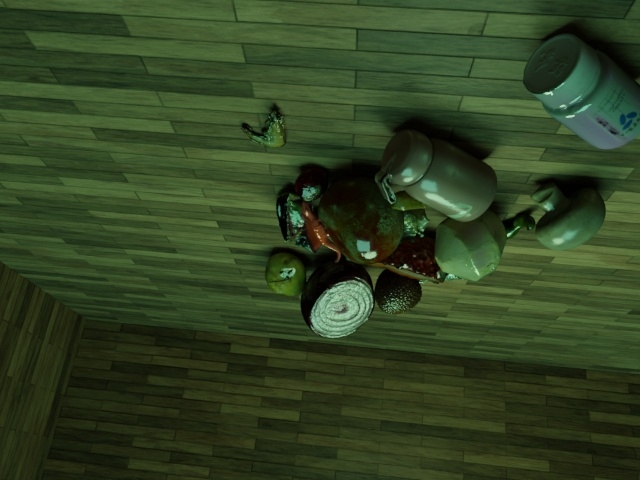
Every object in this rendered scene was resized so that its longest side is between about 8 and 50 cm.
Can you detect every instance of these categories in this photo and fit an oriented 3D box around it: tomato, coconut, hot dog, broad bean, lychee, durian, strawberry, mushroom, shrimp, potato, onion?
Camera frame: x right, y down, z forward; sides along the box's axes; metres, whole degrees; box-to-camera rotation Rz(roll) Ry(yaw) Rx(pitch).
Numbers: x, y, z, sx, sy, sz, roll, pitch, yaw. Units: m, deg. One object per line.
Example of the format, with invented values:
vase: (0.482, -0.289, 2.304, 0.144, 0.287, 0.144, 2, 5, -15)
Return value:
tomato: (0.131, -0.067, 1.679, 0.270, 0.222, 0.270, 48, 172, 9)
coconut: (0.462, 0.012, 1.775, 0.236, 0.237, 0.197, -8, 130, 30)
hot dog: (0.307, -0.118, 1.636, 0.087, 0.061, 0.285, 16, -163, 42)
broad bean: (0.619, -0.039, 1.843, 0.048, 0.071, 0.213, 30, 161, -10)
lychee: (0.294, 0.196, 2.222, 0.194, 0.195, 0.194, 6, 157, 2)
durian: (-0.079, -0.090, 1.858, 0.108, 0.187, 0.119, -10, -154, -22)
strawberry: (0.302, 0.046, 2.037, 0.335, 0.149, 0.265, 15, 176, 7)
mushroom: (0.684, -0.080, 1.612, 0.204, 0.204, 0.204, 6, 157, 2)
shrimp: (-0.150, -0.298, 1.497, 0.124, 0.034, 0.178, 11, 162, 7)
potato: (-0.142, 0.147, 2.376, 0.172, 0.140, 0.300, -1, 155, 2)
onion: (-0.028, -0.168, 1.693, 0.107, 0.097, 0.107, -26, 148, -18)
onion: (0.069, 0.214, 2.324, 0.281, 0.260, 0.337, 17, 115, -18)

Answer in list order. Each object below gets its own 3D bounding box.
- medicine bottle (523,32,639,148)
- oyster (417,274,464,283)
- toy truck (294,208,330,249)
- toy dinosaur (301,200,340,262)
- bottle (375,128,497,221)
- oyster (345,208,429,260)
medicine bottle: (0.539, -0.298, 1.156, 0.254, 0.152, 0.152, 23, 152, -32)
oyster: (0.523, 0.112, 2.215, 0.251, 0.087, 0.199, 4, 163, -23)
toy truck: (-0.009, -0.053, 1.922, 0.215, 0.116, 0.110, -15, 151, 26)
toy dinosaur: (-0.002, 0.002, 1.775, 0.070, 0.139, 0.286, -13, 125, 20)
bottle: (0.293, -0.159, 1.483, 0.296, 0.207, 0.173, 22, -163, -31)
oyster: (0.191, -0.025, 1.855, 0.100, 0.271, 0.275, 51, 166, -31)
